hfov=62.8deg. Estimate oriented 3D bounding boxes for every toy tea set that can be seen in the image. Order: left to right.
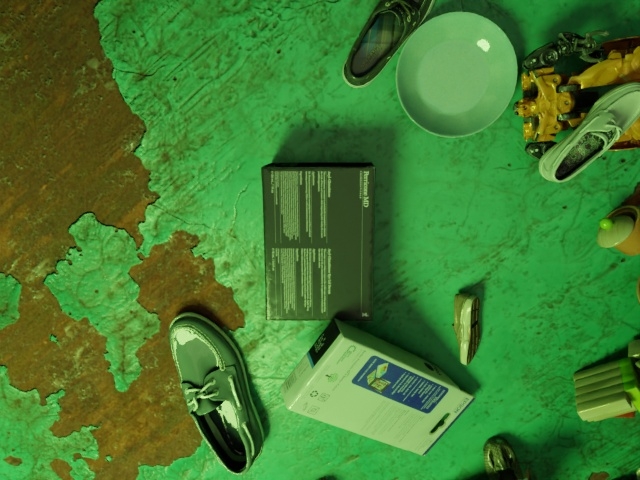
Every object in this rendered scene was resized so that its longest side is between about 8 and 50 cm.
[{"bbox_3d":[0.572,-0.101,0.799,0.124,0.200,0.336,37,107,-14],"label":"toy tea set"}]

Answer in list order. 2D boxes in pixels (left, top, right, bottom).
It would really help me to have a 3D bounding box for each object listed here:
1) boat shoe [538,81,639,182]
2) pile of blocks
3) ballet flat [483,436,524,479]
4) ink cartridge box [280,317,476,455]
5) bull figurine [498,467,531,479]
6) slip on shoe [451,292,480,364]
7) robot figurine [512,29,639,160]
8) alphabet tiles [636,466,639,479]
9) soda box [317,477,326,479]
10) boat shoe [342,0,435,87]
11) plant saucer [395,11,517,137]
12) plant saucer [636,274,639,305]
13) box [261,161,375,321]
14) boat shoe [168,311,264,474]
[{"bbox_3d":[0.408,-0.156,0.775,0.184,0.063,0.066,-38,106,16],"label":"boat shoe"},{"bbox_3d":[0.614,0.223,0.891,0.362,0.149,0.113,-37,99,10],"label":"pile of blocks"},{"bbox_3d":[0.374,0.498,1.010,0.084,0.058,0.250,-18,101,7],"label":"ballet flat"},{"bbox_3d":[0.109,0.271,0.935,0.332,0.065,0.165,30,104,-27],"label":"ink cartridge box"},{"bbox_3d":[0.304,0.531,0.971,0.310,0.101,0.188,-27,101,33],"label":"bull figurine"},{"bbox_3d":[0.261,0.160,0.952,0.041,0.051,0.135,13,117,40],"label":"slip on shoe"},{"bbox_3d":[0.449,-0.225,0.832,0.291,0.085,0.211,-5,102,3],"label":"robot figurine"},{"bbox_3d":[0.757,0.486,0.973,0.278,0.021,0.284,-15,98,24],"label":"alphabet tiles"},{"bbox_3d":[0.023,0.571,1.045,0.063,0.058,0.183,-28,99,8],"label":"soda box"},{"bbox_3d":[0.111,-0.345,0.826,0.080,0.076,0.228,39,102,-6],"label":"boat shoe"},{"bbox_3d":[0.219,-0.268,0.858,0.194,0.037,0.195,0,102,2],"label":"plant saucer"},{"bbox_3d":[0.629,0.096,0.851,0.200,0.200,0.037,-20,130,7],"label":"plant saucer"},{"bbox_3d":[0.000,0.000,0.896,0.184,0.103,0.261,1,102,5],"label":"box"},{"bbox_3d":[-0.194,0.286,0.970,0.116,0.099,0.320,-21,101,8],"label":"boat shoe"}]
